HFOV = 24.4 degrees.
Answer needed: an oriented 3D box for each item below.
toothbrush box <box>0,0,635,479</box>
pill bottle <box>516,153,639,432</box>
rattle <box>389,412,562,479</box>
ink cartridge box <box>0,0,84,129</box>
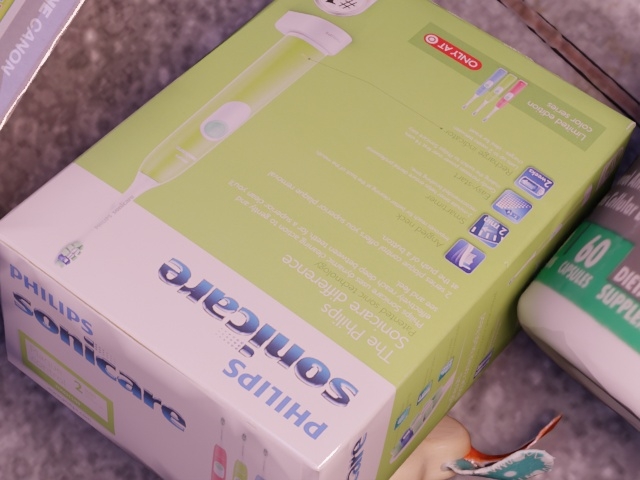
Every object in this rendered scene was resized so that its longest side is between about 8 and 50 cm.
[{"bbox_3d":[0.000,0.000,0.791,0.206,0.122,0.283,33,55,19],"label":"toothbrush box"},{"bbox_3d":[0.286,-0.034,0.745,0.204,0.204,0.361,40,90,19],"label":"pill bottle"},{"bbox_3d":[0.030,0.156,0.845,0.199,0.130,0.143,7,91,-11],"label":"rattle"},{"bbox_3d":[-0.288,-0.109,0.951,0.271,0.130,0.309,32,88,17],"label":"ink cartridge box"}]
